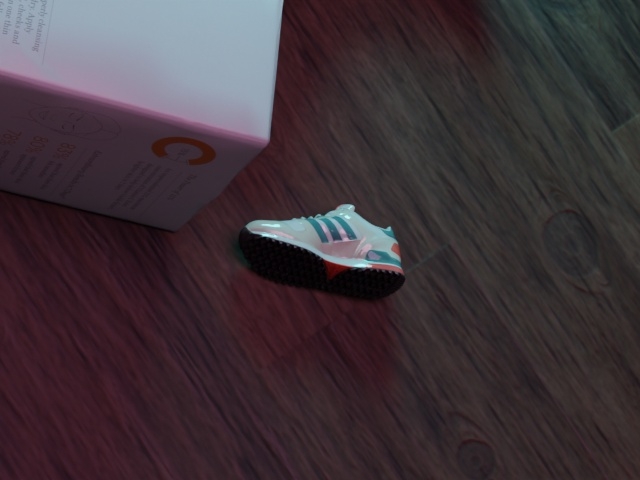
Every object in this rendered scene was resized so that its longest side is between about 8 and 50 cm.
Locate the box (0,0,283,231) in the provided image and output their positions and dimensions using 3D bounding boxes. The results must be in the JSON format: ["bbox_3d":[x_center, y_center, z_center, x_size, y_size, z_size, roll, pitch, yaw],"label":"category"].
[{"bbox_3d":[-0.231,-0.151,1.182,0.345,0.215,0.168,14,66,-21],"label":"box"}]

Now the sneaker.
[{"bbox_3d":[0.000,0.000,1.339,0.161,0.057,0.075,14,50,-19],"label":"sneaker"}]
